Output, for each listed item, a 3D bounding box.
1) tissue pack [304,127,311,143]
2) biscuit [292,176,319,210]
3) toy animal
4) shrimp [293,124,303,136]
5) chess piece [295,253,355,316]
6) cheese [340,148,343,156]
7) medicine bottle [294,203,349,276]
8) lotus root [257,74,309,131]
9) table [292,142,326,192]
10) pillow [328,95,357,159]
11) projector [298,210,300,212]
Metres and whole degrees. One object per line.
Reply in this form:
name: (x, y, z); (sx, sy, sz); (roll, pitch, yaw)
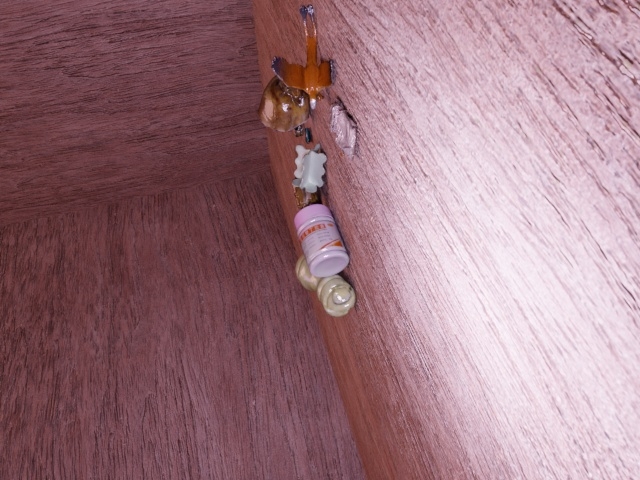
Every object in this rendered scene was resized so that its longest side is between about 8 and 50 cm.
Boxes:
tissue pack: (-0.068, -0.553, 2.177); (0.138, 0.027, 0.085); (-120, 22, -73)
biscuit: (-0.064, -0.206, 2.231); (0.366, 0.115, 0.268); (72, -178, -58)
toy animal: (-0.048, -0.689, 1.616); (0.302, 0.224, 0.284); (71, -160, -66)
shrimp: (-0.139, -0.699, 2.308); (0.173, 0.058, 0.253); (-130, 30, -86)
chess piece: (0.029, 0.223, 2.171); (0.442, 0.234, 0.234); (-134, 32, -62)
cheese: (0.078, -0.381, 1.610); (0.047, 0.017, 0.111); (-112, 13, -55)
medicine bottle: (0.000, 0.000, 2.019); (0.202, 0.202, 0.316); (91, 162, -54)
lotus root: (-0.169, -0.675, 1.980); (0.192, 0.272, 0.272); (115, 142, -58)
table: (-0.052, -0.361, 1.999); (0.198, 0.166, 0.167); (98, 157, -46)
pillow: (0.075, -0.411, 1.492); (0.135, 0.049, 0.248); (99, 155, -45)
projector: (-0.074, -0.109, 2.611); (0.269, 0.088, 0.194); (-130, 29, -67)
